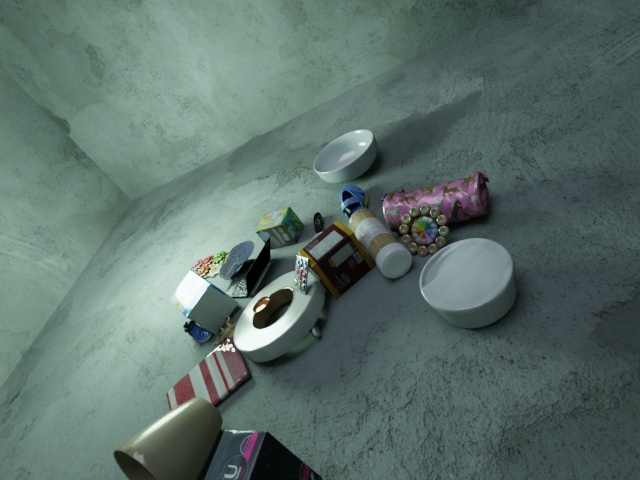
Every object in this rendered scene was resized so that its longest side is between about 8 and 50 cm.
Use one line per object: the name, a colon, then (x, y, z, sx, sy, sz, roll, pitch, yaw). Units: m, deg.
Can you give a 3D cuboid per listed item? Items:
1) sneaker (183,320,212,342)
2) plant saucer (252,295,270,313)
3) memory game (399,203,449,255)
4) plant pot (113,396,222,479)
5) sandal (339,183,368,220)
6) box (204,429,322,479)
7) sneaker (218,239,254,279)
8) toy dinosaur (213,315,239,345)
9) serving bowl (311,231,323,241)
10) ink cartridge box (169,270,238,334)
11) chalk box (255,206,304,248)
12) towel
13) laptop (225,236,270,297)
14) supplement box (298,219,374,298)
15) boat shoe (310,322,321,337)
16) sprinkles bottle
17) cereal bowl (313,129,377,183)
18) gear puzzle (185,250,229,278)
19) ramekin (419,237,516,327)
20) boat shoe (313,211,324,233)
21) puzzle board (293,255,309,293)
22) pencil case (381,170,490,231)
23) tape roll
sneaker: (-0.533, 0.385, 1.915, 0.152, 0.085, 0.058, 4, 49, 45)
plant saucer: (-0.224, 0.247, 1.711, 0.083, 0.013, 0.084, -32, 26, 18)
memory game: (0.364, -0.037, 1.578, 0.186, 0.012, 0.187, 1, 91, 34)
plant pot: (-0.443, 0.636, 1.395, 0.256, 0.257, 0.274, -7, 25, 37)
sandal: (0.139, -0.177, 1.969, 0.126, 0.138, 0.317, -32, 31, 9)
box: (-0.136, 0.601, 1.092, 0.143, 0.270, 0.165, -13, 39, 32)
sneaker: (-0.399, 0.084, 2.140, 0.235, 0.090, 0.095, -45, 2, 13)
toy dinosaur: (-0.370, 0.359, 1.845, 0.183, 0.053, 0.092, -45, 48, -1)
serving bowl: (0.000, 0.000, 1.968, 0.083, 0.027, 0.083, -24, 35, 18)
ink cartridge box: (-0.511, 0.265, 1.946, 0.232, 0.171, 0.168, 19, 71, 51)
chalk box: (-0.173, -0.063, 2.115, 0.212, 0.132, 0.132, -13, 39, 30)
towel: (-0.422, 0.539, 1.662, 0.329, 0.037, 0.237, -41, 35, -5)
laptop: (-0.336, 0.125, 2.018, 0.264, 0.137, 0.234, -7, 42, 38)
supplement box: (0.060, 0.071, 1.667, 0.194, 0.191, 0.129, -40, 34, -7)
boat shoe: (-0.035, 0.306, 1.594, 0.040, 0.049, 0.142, -42, 26, 5)
sprinkles bottle: (0.215, 0.001, 1.679, 0.121, 0.121, 0.355, -34, 32, 3)
cereal bowl: (0.143, -0.400, 2.246, 0.338, 0.141, 0.339, -25, 34, 18)
gear puzzle: (-0.567, 0.124, 2.320, 0.338, 0.044, 0.176, -19, 36, 25)
ramekin: (0.437, 0.131, 1.301, 0.272, 0.127, 0.273, -24, 35, 18)
boat shoe: (-0.011, -0.080, 2.072, 0.048, 0.042, 0.133, -22, 36, 17)
puzzle board: (-0.071, 0.122, 1.611, 0.096, 0.011, 0.128, 9, 94, 61)
pencil case: (0.422, -0.137, 1.637, 0.385, 0.167, 0.160, -9, 8, 35)
tape roll: (-0.156, 0.273, 1.674, 0.391, 0.072, 0.392, -32, 25, 17)
